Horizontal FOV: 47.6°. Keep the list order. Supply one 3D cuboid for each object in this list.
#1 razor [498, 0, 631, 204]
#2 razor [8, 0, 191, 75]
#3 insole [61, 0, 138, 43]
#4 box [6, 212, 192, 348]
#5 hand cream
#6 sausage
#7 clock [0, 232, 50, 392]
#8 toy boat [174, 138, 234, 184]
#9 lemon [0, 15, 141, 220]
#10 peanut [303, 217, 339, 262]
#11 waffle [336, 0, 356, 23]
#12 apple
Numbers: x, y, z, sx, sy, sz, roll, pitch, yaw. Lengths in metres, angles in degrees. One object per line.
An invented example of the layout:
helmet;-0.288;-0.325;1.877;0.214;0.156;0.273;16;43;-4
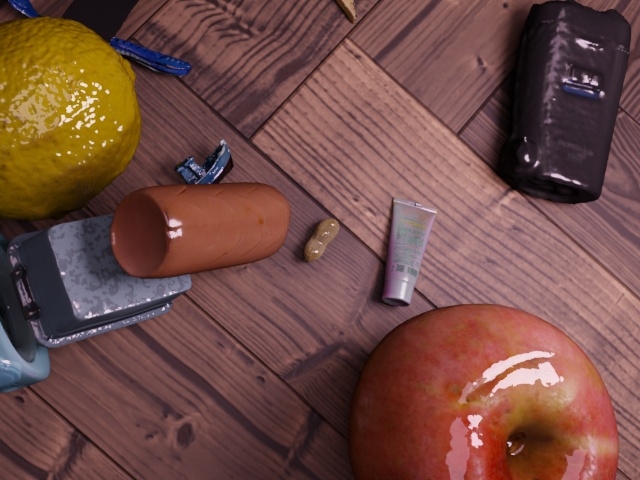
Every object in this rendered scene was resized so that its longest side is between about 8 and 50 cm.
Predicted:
razor;0.409;-0.232;1.211;0.189;0.107;0.327;14;81;-7
razor;-0.357;-0.325;1.133;0.324;0.093;0.056;25;120;-8
insole;-0.298;-0.421;1.140;0.109;0.007;0.322;29;66;-8
box;-0.300;0.042;1.011;0.227;0.130;0.162;-15;83;-44
hand cream;0.139;0.018;1.168;0.076;0.047;0.174;15;71;-6
sausage;-0.148;-0.020;1.010;0.121;0.304;0.121;4;97;30
clock;-0.445;0.089;0.940;0.094;0.274;0.224;-20;84;-9
toy boat;-0.191;-0.101;1.118;0.137;0.060;0.061;-42;111;-9
lemon;-0.395;-0.162;0.991;0.268;0.268;0.322;46;74;0
peanut;0.000;0.000;1.148;0.037;0.037;0.083;30;75;-4
waffle;0.045;-0.450;1.227;0.097;0.023;0.153;-38;88;-11
apple;0.205;0.261;1.000;0.363;0.364;0.364;1;82;-9
